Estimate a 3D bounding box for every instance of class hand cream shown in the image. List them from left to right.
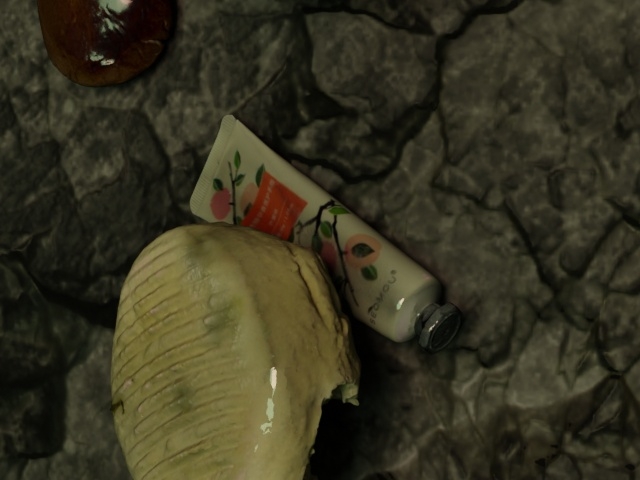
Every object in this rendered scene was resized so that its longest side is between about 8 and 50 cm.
[{"bbox_3d":[0.000,0.000,1.198,0.234,0.050,0.080,35,110,29],"label":"hand cream"}]

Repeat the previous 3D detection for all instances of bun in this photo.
[{"bbox_3d":[-0.052,0.095,1.170,0.210,0.116,0.237,-45,55,41],"label":"bun"}]

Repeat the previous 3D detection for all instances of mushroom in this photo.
[{"bbox_3d":[-0.164,-0.174,1.276,0.123,0.052,0.123,1,92,32],"label":"mushroom"}]
